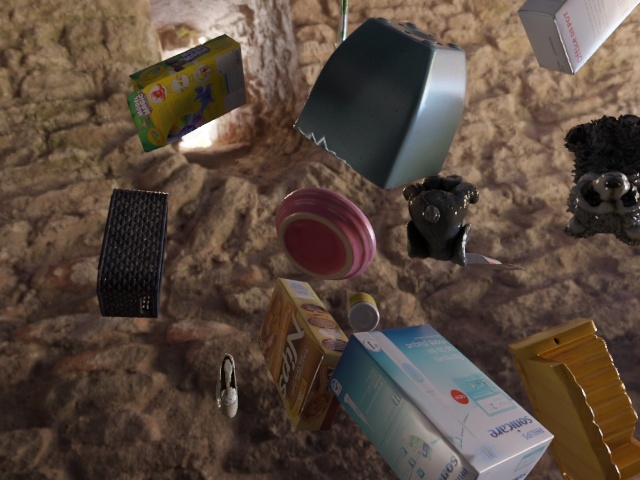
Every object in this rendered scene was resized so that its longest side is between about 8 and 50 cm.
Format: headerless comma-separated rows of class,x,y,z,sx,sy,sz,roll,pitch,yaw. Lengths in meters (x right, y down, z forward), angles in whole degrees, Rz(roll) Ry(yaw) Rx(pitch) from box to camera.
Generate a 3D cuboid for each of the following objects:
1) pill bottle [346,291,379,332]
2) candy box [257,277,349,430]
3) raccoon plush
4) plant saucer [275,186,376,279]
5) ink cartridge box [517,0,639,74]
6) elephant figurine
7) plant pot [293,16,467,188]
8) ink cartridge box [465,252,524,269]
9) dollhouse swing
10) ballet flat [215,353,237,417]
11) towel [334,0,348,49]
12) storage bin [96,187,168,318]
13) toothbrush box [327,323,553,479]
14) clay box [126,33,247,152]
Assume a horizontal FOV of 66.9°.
pill bottle,0.088,0.148,1.032,0.065,0.065,0.116,-7,-170,2
candy box,-0.041,0.236,1.063,0.088,0.182,0.316,11,-162,-26
raccoon plush,0.755,-0.111,1.200,0.447,0.298,0.216,15,172,-41
plant saucer,0.000,0.000,1.472,0.333,0.331,0.084,2,-143,31
ink cartridge box,0.651,-0.593,1.201,0.283,0.207,0.117,-48,-139,2
elephant figurine,0.271,-0.013,1.069,0.186,0.239,0.169,-22,-148,-19
plant pot,0.145,-0.286,0.956,0.248,0.252,0.247,39,-145,24
ink cartridge box,0.584,0.071,1.658,0.180,0.045,0.146,-4,167,43
dollhouse swing,0.628,0.365,1.070,0.316,0.346,0.305,-17,169,-12
ballet flat,-0.251,0.385,1.292,0.057,0.168,0.052,-2,156,-22
towel,0.050,-0.595,1.125,0.038,0.324,0.247,3,-145,1
storage bin,-0.288,0.020,0.755,0.085,0.122,0.180,5,-125,-16
toothbrush box,0.190,0.285,0.816,0.217,0.126,0.295,3,-151,-38
clay box,-0.235,-0.256,0.846,0.222,0.127,0.053,-35,-118,-26
